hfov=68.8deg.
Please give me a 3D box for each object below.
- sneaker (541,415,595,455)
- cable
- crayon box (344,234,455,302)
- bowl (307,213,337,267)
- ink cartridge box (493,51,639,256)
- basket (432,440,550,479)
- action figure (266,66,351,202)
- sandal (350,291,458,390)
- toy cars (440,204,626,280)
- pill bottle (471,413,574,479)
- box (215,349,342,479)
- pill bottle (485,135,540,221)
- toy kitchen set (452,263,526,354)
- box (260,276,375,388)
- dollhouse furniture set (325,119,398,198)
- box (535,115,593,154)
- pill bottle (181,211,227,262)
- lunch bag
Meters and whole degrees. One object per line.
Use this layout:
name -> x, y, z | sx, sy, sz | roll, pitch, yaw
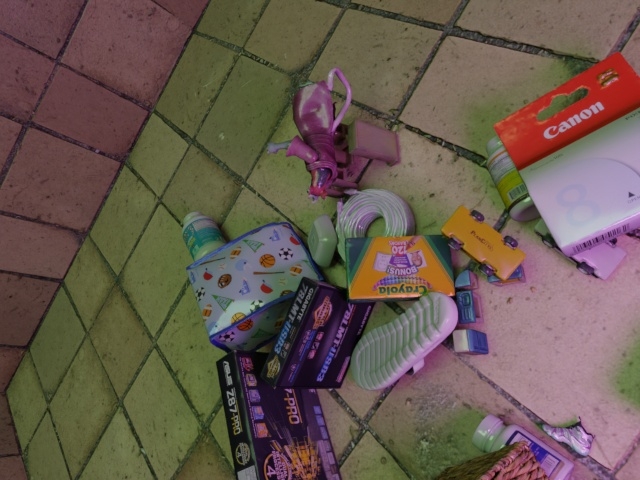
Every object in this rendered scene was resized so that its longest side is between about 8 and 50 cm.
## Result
sneaker -> 0.538, 0.407, 1.008 | 0.098, 0.038, 0.069 | 25, 91, 31
cable -> 0.159, -0.030, 1.414 | 0.257, 0.089, 0.257 | 3, 79, 39
crayon box -> 0.206, 0.077, 1.248 | 0.278, 0.081, 0.165 | -2, 75, 0
bowl -> 0.000, 0.000, 1.502 | 0.142, 0.053, 0.142 | -107, 26, -42
ink cartridge box -> 0.573, -0.200, 0.982 | 0.308, 0.091, 0.385 | -30, 60, 24
basket -> 0.327, 0.573, 0.921 | 0.223, 0.213, 0.299 | 59, 140, 20
action figure -> 0.007, -0.279, 1.411 | 0.275, 0.248, 0.370 | -23, 57, 26
sandal -> 0.225, 0.288, 1.238 | 0.416, 0.102, 0.169 | -46, 35, 42
toy cars -> 0.478, 0.006, 1.084 | 0.393, 0.087, 0.177 | -1, 82, 9
pill bottle -> 0.434, 0.471, 1.019 | 0.186, 0.112, 0.112 | 31, 96, 41
box -> -0.117, 0.516, 1.312 | 0.097, 0.318, 0.395 | -34, 56, 25
pill bottle -> 0.493, -0.164, 1.167 | 0.117, 0.117, 0.215 | -29, 60, 29
toy kitchen set -> 0.412, 0.163, 1.127 | 0.166, 0.122, 0.207 | -15, 67, 35
box -> 0.006, 0.268, 1.308 | 0.073, 0.293, 0.296 | 24, 91, 42
dollhouse furniture set -> 0.113, -0.272, 1.524 | 0.242, 0.161, 0.212 | -29, 57, 54
box -> 0.620, -0.183, 1.073 | 0.103, 0.114, 0.203 | -54, 50, 10
pill bottle -> -0.462, 0.000, 1.864 | 0.146, 0.146, 0.264 | -50, 51, 16
lunch bag -> -0.194, 0.150, 1.537 | 0.385, 0.239, 0.328 | -33, 54, 0
